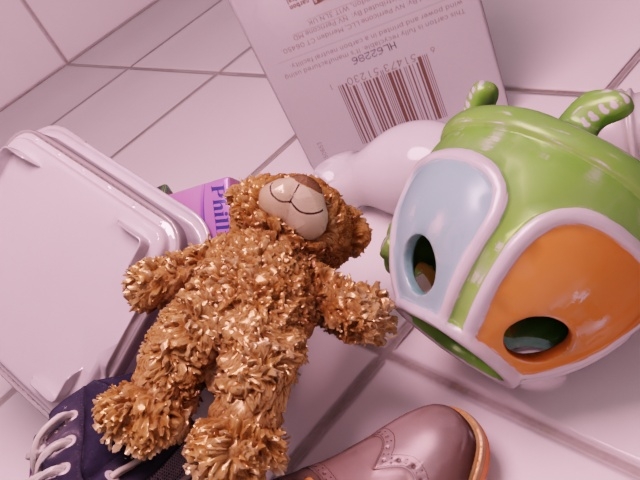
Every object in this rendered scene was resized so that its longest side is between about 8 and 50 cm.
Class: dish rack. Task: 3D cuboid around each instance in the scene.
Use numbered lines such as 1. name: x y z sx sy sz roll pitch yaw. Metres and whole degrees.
1. dish rack: -0.306 0.033 0.761 0.333 0.072 0.285 31 92 25

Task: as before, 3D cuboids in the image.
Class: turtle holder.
1. turtle holder: 0.162 -0.006 0.644 0.320 0.243 0.227 30 82 41

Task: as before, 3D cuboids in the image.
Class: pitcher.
1. pitcher: 0.119 -0.102 0.914 0.207 0.125 0.178 -4 25 48

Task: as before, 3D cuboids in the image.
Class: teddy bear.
1. teddy bear: -0.063 0.056 0.606 0.245 0.113 0.338 25 58 32

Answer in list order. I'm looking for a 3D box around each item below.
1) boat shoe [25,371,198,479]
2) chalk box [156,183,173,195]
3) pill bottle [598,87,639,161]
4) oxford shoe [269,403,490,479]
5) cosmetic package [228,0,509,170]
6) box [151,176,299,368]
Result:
1. boat shoe: -0.212 0.219 0.551 0.127 0.158 0.340 -48 -14 18
2. chalk box: -0.255 0.016 1.003 0.213 0.132 0.132 -19 34 13
3. pill bottle: 0.413 -0.126 0.710 0.229 0.131 0.131 -6 40 30
4. oxford shoe: -0.016 0.244 0.536 0.364 0.132 0.130 -38 35 -13
5. cosmetic package: 0.084 -0.383 1.102 0.330 0.327 0.393 -18 35 16
6. box: -0.170 0.068 0.797 0.243 0.117 0.213 -14 74 20
